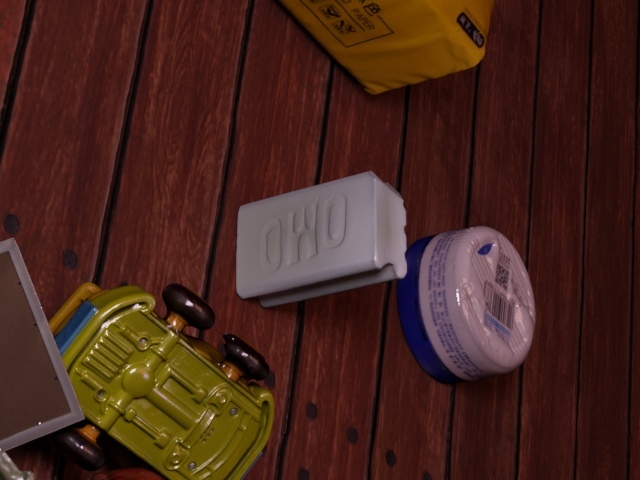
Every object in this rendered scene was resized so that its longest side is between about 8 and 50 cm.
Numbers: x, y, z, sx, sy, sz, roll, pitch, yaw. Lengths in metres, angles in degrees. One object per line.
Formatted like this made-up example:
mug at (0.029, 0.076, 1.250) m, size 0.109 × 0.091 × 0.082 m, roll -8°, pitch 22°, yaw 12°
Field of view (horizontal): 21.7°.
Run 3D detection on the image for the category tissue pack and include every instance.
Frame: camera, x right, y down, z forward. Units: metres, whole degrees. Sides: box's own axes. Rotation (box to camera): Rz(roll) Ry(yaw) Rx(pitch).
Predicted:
tissue pack at (0.054, -0.418, 2.109) m, size 0.382 × 0.228 × 0.293 m, roll 41°, pitch 49°, yaw -37°

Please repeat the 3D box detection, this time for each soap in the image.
soap at (0.000, 0.000, 1.910) m, size 0.066 × 0.198 × 0.119 m, roll 23°, pitch 60°, yaw -50°

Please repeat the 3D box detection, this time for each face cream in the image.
face cream at (0.202, 0.085, 2.242) m, size 0.206 × 0.111 × 0.206 m, roll 25°, pitch 57°, yaw -47°

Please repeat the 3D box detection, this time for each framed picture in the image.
framed picture at (-0.313, 0.106, 1.524) m, size 0.142 × 0.011 × 0.183 m, roll -22°, pitch 98°, yaw -11°

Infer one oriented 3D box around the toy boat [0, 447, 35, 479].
toy boat at (-0.367, 0.266, 1.371) m, size 0.293 × 0.055 × 0.093 m, roll -40°, pitch 93°, yaw -31°

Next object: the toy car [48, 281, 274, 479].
toy car at (-0.173, 0.147, 1.654) m, size 0.200 × 0.142 × 0.248 m, roll -49°, pitch 119°, yaw -10°

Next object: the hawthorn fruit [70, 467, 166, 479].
hawthorn fruit at (-0.195, 0.334, 1.510) m, size 0.208 × 0.208 × 0.248 m, roll -13°, pitch 81°, yaw -55°
